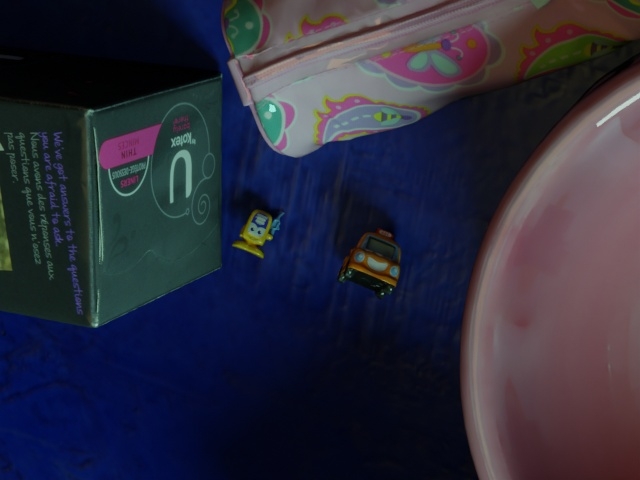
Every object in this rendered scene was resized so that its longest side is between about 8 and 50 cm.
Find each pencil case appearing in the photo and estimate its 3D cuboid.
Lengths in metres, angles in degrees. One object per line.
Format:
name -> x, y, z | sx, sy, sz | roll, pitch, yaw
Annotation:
pencil case -> 0.081, -0.139, 0.940 | 0.284, 0.124, 0.124 | -15, 96, 30

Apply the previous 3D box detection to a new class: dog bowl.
dog bowl -> 0.252, 0.065, 0.833 | 0.408, 0.150, 0.408 | -1, 87, 25

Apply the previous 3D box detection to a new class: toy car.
toy car -> 0.000, 0.000, 1.057 | 0.122, 0.060, 0.040 | 20, 80, 14

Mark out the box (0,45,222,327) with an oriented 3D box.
box -> -0.218, -0.048, 1.088 | 0.270, 0.165, 0.143 | 9, 107, 24
